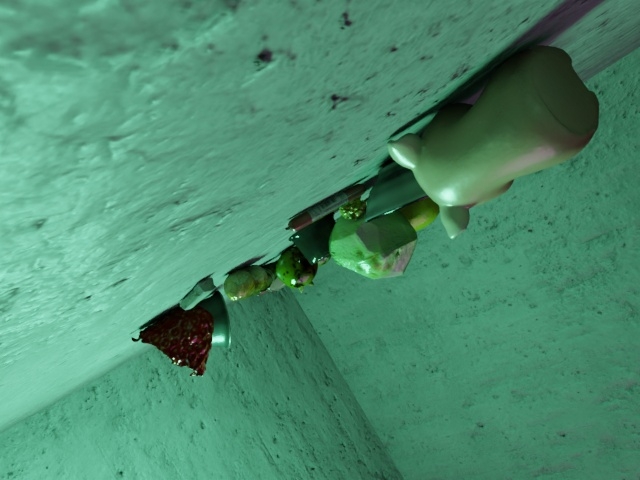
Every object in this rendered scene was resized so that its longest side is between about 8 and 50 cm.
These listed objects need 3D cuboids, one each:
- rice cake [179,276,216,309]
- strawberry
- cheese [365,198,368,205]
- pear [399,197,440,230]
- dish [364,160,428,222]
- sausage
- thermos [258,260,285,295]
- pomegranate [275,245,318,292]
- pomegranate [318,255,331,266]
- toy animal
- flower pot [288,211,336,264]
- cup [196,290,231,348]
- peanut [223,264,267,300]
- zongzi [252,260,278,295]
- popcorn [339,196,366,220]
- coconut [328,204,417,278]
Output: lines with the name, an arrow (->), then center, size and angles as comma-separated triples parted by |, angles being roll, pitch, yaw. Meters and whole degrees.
rice cake -> -0.312, 0.138, 1.088 | 0.047, 0.036, 0.206 | -14, 168, -34
strawberry -> -0.406, 0.274, 1.280 | 0.178, 0.233, 0.234 | -59, -175, -16
cheese -> 0.114, -0.065, 1.553 | 0.286, 0.082, 0.163 | -31, 176, 18
pear -> 0.258, -0.111, 1.283 | 0.220, 0.187, 0.187 | -47, 179, -6
dish -> 0.218, -0.146, 0.928 | 0.316, 0.106, 0.316 | -25, -177, 1
sausage -> 0.017, -0.074, 0.938 | 0.223, 0.029, 0.029 | -30, 177, -23
thermos -> -0.166, 0.127, 1.819 | 0.109, 0.137, 0.330 | 11, 146, -42
pomegranate -> -0.070, 0.111, 1.562 | 0.156, 0.156, 0.220 | -32, 136, 6
pomegranate -> -0.023, 0.035, 1.652 | 0.122, 0.122, 0.161 | -32, 149, 8
toy animal -> 0.272, -0.168, 0.684 | 0.256, 0.195, 0.213 | -37, -176, 45
flower pot -> 0.000, 0.000, 1.263 | 0.157, 0.107, 0.157 | -33, 177, -2
cup -> -0.395, 0.278, 1.430 | 0.149, 0.199, 0.199 | -10, 167, -26
peanut -> -0.217, 0.119, 1.254 | 0.087, 0.087, 0.206 | -32, 179, 15
zongzi -> -0.224, 0.138, 1.620 | 0.187, 0.084, 0.184 | -25, -167, 47
popcorn -> 0.073, -0.087, 1.060 | 0.059, 0.068, 0.083 | -39, 146, -31
coconut -> 0.150, 0.003, 1.147 | 0.235, 0.236, 0.204 | -34, -171, 42
